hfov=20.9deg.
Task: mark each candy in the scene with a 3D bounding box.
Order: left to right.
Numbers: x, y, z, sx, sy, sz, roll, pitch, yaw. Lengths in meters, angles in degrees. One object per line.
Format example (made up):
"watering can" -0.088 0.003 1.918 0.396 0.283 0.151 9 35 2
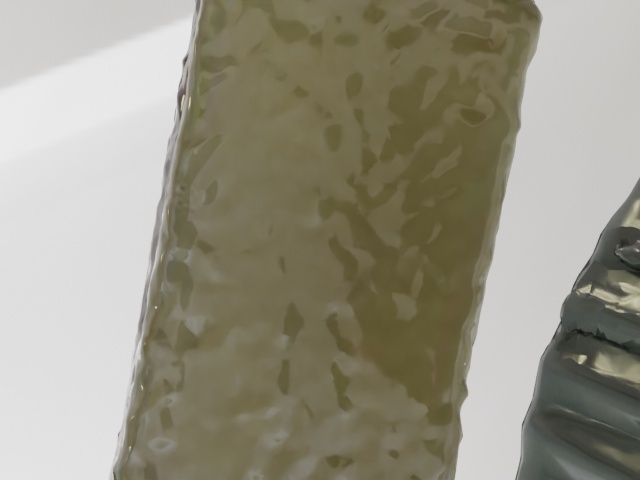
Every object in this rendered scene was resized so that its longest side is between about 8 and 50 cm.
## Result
"candy" 0.000 0.000 0.921 0.180 0.135 0.320 10 -85 -4

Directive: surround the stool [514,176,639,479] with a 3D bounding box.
"stool" 0.245 0.090 0.431 0.297 0.297 0.330 -38 -149 -20
